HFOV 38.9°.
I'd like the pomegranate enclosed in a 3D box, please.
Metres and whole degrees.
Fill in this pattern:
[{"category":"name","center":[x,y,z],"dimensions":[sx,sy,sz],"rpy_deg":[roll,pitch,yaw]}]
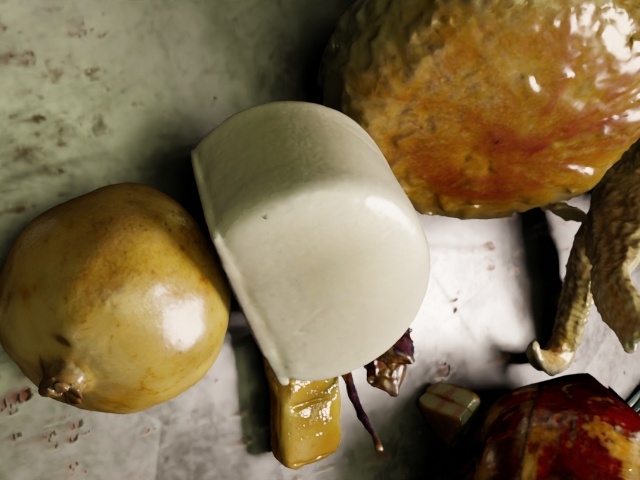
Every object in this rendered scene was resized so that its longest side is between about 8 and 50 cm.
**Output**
[{"category":"pomegranate","center":[-0.167,0.056,0.724],"dimensions":[0.196,0.196,0.196],"rpy_deg":[-3,95,-30]}]

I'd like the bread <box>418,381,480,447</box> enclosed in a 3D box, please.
[{"category":"bread","center":[0.137,0.184,0.984],"dimensions":[0.043,0.062,0.109],"rpy_deg":[-42,156,-19]}]

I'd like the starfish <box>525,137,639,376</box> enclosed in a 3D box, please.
[{"category":"starfish","center":[0.310,-0.020,0.908],"dimensions":[0.082,0.432,0.324],"rpy_deg":[26,72,7]}]

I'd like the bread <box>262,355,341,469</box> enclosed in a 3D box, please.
[{"category":"bread","center":[-0.018,0.154,0.888],"dimensions":[0.074,0.053,0.132],"rpy_deg":[-8,100,-29]}]

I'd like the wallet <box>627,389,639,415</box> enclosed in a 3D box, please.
[{"category":"wallet","center":[0.452,0.371,1.168],"dimensions":[0.237,0.075,0.342],"rpy_deg":[-40,112,-18]}]

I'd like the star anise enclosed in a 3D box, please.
[{"category":"star anise","center":[0.055,0.116,0.877],"dimensions":[0.070,0.191,0.097],"rpy_deg":[2,135,-14]}]

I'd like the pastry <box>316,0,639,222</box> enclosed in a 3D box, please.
[{"category":"pastry","center":[0.152,-0.140,0.834],"dimensions":[0.329,0.329,0.136],"rpy_deg":[18,46,-30]}]

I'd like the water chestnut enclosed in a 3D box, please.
[{"category":"water chestnut","center":[0.253,0.275,0.938],"dimensions":[0.244,0.289,0.289],"rpy_deg":[-41,114,1]}]

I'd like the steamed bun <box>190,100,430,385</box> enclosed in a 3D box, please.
[{"category":"steamed bun","center":[0.000,0.000,0.778],"dimensions":[0.164,0.146,0.242],"rpy_deg":[-22,136,-2]}]
